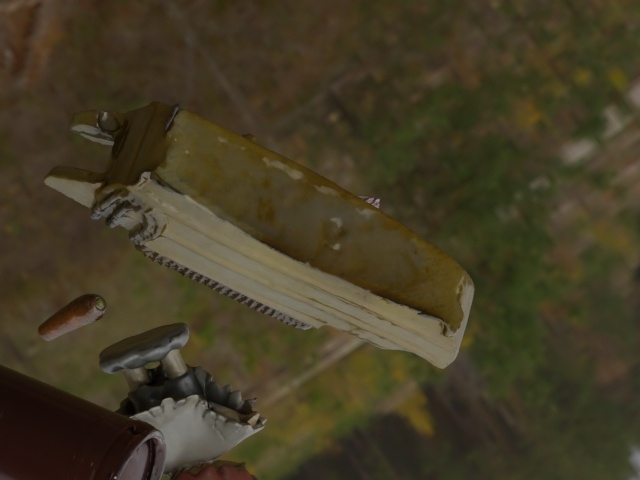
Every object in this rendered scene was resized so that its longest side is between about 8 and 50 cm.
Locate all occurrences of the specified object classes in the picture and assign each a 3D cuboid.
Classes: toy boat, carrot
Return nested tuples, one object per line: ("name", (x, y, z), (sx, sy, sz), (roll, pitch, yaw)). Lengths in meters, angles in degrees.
("toy boat", (-0.037, -0.001, 1.329), (0.115, 0.310, 0.089), (-37, -146, 52))
("carrot", (-0.264, 0.081, 2.097), (0.093, 0.032, 0.032), (-27, 177, 37))

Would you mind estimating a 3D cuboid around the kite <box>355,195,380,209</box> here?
("kite", (0.000, 0.000, 1.835), (0.157, 0.139, 0.011), (-32, -159, 31))

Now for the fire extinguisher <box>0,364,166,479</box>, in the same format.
("fire extinguisher", (-0.266, 0.155, 1.610), (0.105, 0.269, 0.105), (-54, 156, -38))

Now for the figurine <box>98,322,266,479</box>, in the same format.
("figurine", (-0.131, 0.287, 2.217), (0.207, 0.387, 0.166), (-21, -174, 9))
